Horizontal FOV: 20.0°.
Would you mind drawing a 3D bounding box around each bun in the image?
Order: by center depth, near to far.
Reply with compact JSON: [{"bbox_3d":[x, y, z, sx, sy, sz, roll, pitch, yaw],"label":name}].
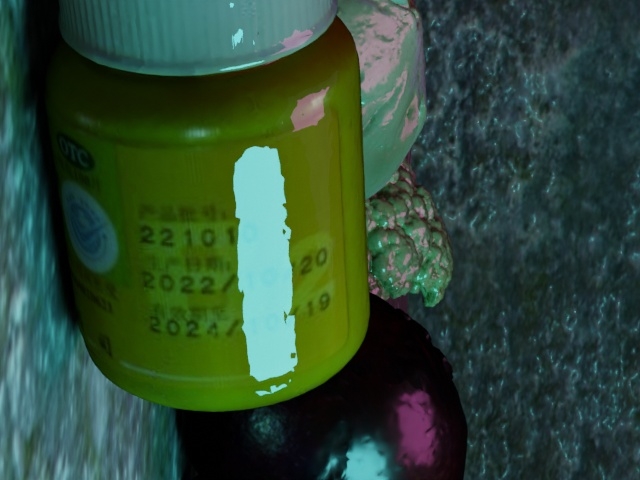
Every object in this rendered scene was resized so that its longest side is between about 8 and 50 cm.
[{"bbox_3d":[0.011,-0.183,1.690,0.293,0.187,0.293,44,36,-43],"label":"bun"}]

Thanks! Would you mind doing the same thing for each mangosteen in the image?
[{"bbox_3d":[-0.008,0.181,1.719,0.297,0.293,0.297,-24,90,-82],"label":"mangosteen"}]

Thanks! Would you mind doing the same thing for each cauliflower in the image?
[{"bbox_3d":[0.000,0.000,1.994,0.250,0.275,0.272,-51,-128,37],"label":"cauliflower"}]

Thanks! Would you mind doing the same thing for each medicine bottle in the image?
[{"bbox_3d":[-0.080,-0.089,1.281,0.224,0.224,0.384,-74,164,-56],"label":"medicine bottle"}]
